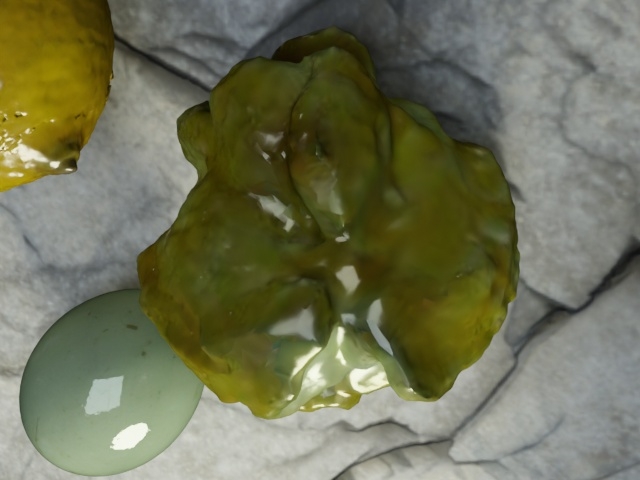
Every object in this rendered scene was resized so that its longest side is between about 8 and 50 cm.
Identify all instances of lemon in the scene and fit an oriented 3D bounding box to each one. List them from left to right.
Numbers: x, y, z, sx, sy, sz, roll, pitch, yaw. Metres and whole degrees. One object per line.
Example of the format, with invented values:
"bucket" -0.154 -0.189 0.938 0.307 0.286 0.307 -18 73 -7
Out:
"lemon" -0.267 -0.159 0.629 0.228 0.228 0.254 -9 102 20

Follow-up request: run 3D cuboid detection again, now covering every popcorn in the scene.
"popcorn" -0.004 -0.004 0.617 0.276 0.225 0.277 0 89 -20

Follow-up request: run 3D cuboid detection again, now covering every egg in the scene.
"egg" -0.182 0.125 0.766 0.192 0.149 0.149 -41 96 24
